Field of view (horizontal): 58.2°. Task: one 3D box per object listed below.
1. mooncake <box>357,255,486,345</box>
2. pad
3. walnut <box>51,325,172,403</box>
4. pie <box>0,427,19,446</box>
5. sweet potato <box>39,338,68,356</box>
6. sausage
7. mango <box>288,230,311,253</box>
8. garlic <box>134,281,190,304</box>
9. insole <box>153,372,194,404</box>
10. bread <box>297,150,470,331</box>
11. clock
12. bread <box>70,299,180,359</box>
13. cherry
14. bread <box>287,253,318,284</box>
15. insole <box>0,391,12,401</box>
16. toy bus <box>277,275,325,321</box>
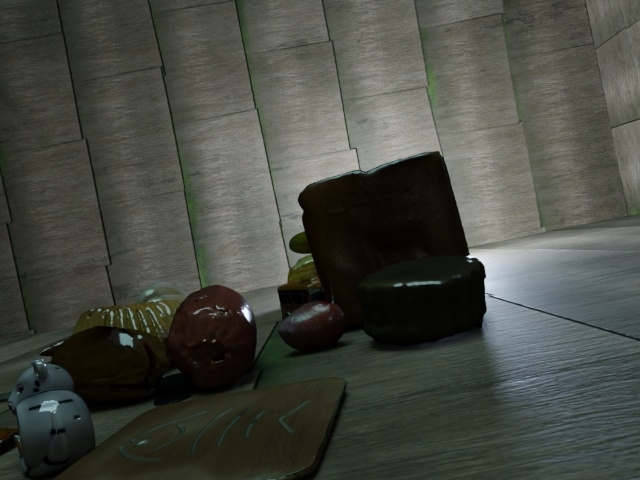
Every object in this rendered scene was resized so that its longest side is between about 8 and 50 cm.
[{"bbox_3d":[0.176,0.105,0.995,0.228,0.124,0.228,-10,5,1],"label":"mooncake"},{"bbox_3d":[-0.121,0.212,0.629,0.284,0.018,0.286,-11,0,9],"label":"pad"},{"bbox_3d":[-0.350,0.205,0.962,0.245,0.137,0.137,-11,0,23],"label":"walnut"},{"bbox_3d":[-0.485,0.279,0.814,0.191,0.033,0.088,-12,-4,35],"label":"pie"},{"bbox_3d":[-0.720,0.317,1.759,0.265,0.057,0.057,-7,-3,-42],"label":"sweet potato"},{"bbox_3d":[-0.184,0.161,0.994,0.152,0.152,0.280,-11,4,-7],"label":"sausage"},{"bbox_3d":[0.000,-0.002,1.949,0.238,0.091,0.137,-11,-12,8],"label":"mango"},{"bbox_3d":[-0.484,0.245,1.797,0.292,0.210,0.237,-6,31,-35],"label":"garlic"},{"bbox_3d":[-0.243,0.245,0.969,0.080,0.003,0.232,-11,0,-14],"label":"insole"},{"bbox_3d":[0.140,0.011,1.226,0.324,0.333,0.143,-15,-3,9],"label":"bread"},{"bbox_3d":[-0.326,0.203,0.689,0.080,0.117,0.176,-11,1,-31],"label":"clock"},{"bbox_3d":[-0.400,0.207,1.208,0.274,0.149,0.274,-13,-6,-2],"label":"bread"},{"bbox_3d":[-0.011,0.159,1.078,0.126,0.087,0.106,-29,7,0],"label":"cherry"},{"bbox_3d":[0.018,0.117,1.863,0.237,0.165,0.375,-7,0,4],"label":"bread"},{"bbox_3d":[-0.635,0.322,1.191,0.193,0.006,0.065,-11,-1,25],"label":"insole"},{"bbox_3d":[-0.023,0.147,1.414,0.098,0.114,0.201,-12,0,-27],"label":"toy bus"}]
